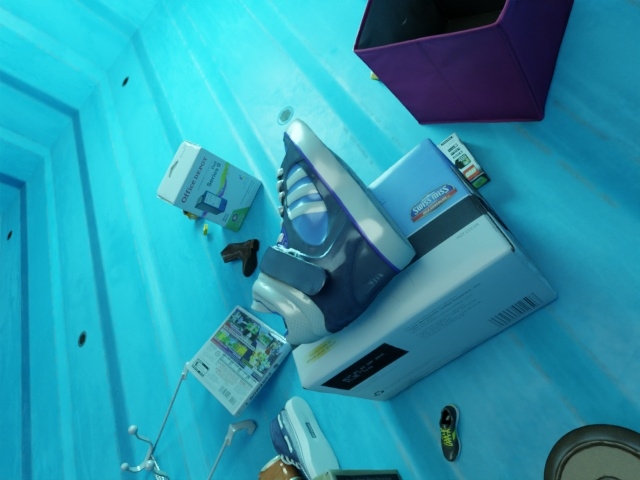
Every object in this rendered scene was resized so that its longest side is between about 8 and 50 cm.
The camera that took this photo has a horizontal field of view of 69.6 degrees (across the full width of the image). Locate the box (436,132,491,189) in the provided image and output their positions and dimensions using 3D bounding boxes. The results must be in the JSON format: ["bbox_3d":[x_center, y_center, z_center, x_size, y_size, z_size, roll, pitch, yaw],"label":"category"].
[{"bbox_3d":[0.200,-0.096,0.874,0.207,0.036,0.114,-37,53,22],"label":"box"}]

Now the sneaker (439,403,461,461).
[{"bbox_3d":[0.196,0.297,0.714,0.031,0.035,0.083,-12,65,36],"label":"sneaker"}]

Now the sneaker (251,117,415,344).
[{"bbox_3d":[-0.038,-0.011,0.657,0.236,0.130,0.322,-42,52,12],"label":"sneaker"}]

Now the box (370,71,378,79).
[{"bbox_3d":[0.156,-0.427,1.019,0.081,0.028,0.136,16,108,44],"label":"box"}]

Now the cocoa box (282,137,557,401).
[{"bbox_3d":[0.131,0.064,0.730,0.347,0.231,0.228,-39,49,20],"label":"cocoa box"}]

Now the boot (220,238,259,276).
[{"bbox_3d":[-0.209,0.049,1.143,0.114,0.037,0.106,-10,53,33],"label":"boot"}]

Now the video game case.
[{"bbox_3d":[-0.181,0.255,1.008,0.201,0.023,0.183,24,68,43],"label":"video game case"}]

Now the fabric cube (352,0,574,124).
[{"bbox_3d":[0.256,-0.376,0.798,0.259,0.258,0.254,10,77,41],"label":"fabric cube"}]

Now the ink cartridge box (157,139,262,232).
[{"bbox_3d":[-0.274,-0.131,1.152,0.093,0.212,0.154,25,88,42],"label":"ink cartridge box"}]

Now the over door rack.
[{"bbox_3d":[-0.317,0.458,1.015,0.239,0.108,0.324,35,95,41],"label":"over door rack"}]

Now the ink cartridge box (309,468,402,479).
[{"bbox_3d":[0.001,0.442,0.705,0.235,0.193,0.088,-41,49,18],"label":"ink cartridge box"}]

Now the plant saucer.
[{"bbox_3d":[0.366,0.319,0.573,0.168,0.029,0.168,-17,62,34],"label":"plant saucer"}]

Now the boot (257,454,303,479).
[{"bbox_3d":[-0.101,0.481,0.868,0.158,0.059,0.084,-48,46,2],"label":"boot"}]

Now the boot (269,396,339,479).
[{"bbox_3d":[-0.033,0.392,0.848,0.086,0.069,0.190,-52,40,19],"label":"boot"}]

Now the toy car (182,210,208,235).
[{"bbox_3d":[-0.355,-0.053,1.295,0.122,0.060,0.040,-118,36,-44],"label":"toy car"}]
